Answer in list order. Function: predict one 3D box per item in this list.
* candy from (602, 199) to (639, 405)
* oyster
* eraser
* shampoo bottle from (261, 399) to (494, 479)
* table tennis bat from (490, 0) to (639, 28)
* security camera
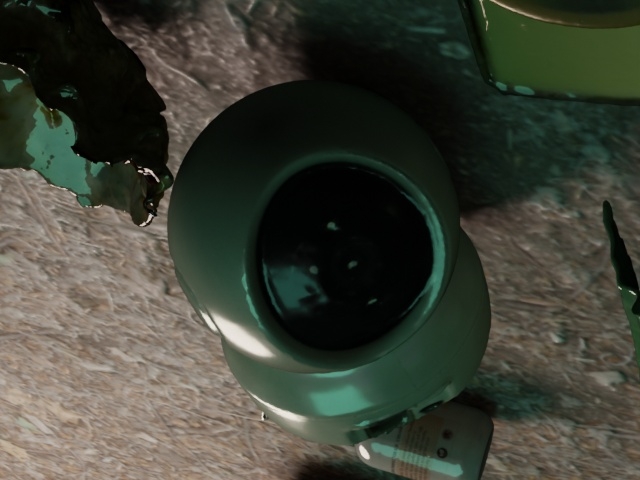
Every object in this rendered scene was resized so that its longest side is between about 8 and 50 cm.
[{"bbox_3d":[0.378,0.058,1.098,0.397,0.172,0.263,-7,158,6],"label":"candy"},{"bbox_3d":[-0.234,-0.123,1.152,0.337,0.133,0.198,32,148,-12],"label":"oyster"},{"bbox_3d":[0.132,-0.145,0.957,0.117,0.058,0.172,6,149,22],"label":"eraser"},{"bbox_3d":[0.048,0.156,1.527,0.192,0.074,0.074,15,152,12],"label":"shampoo bottle"},{"bbox_3d":[0.124,-0.218,0.788,0.198,0.050,0.321,27,142,7],"label":"table tennis bat"},{"bbox_3d":[0.000,0.000,1.170,0.194,0.195,0.236,6,144,24],"label":"security camera"}]
